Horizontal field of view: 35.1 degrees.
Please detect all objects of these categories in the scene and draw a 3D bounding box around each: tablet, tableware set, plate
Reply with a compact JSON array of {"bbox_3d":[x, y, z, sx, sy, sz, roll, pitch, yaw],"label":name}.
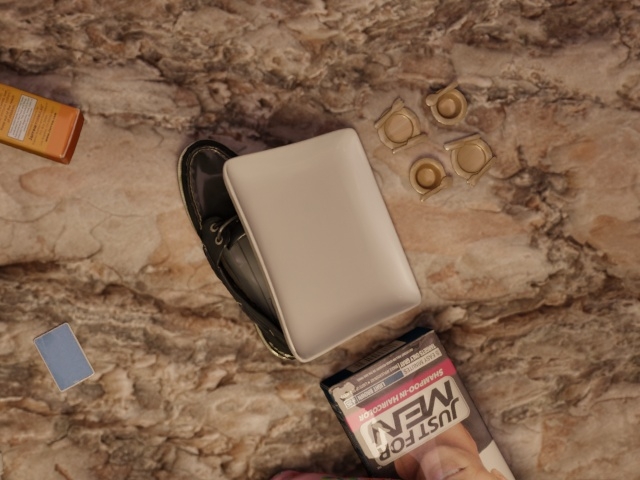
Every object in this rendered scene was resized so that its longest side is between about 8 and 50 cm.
[{"bbox_3d":[-0.355,0.162,1.402,0.054,0.006,0.083,-28,90,-8],"label":"tablet"},{"bbox_3d":[0.170,-0.144,1.483,0.141,0.020,0.169,-29,90,-8],"label":"tableware set"},{"bbox_3d":[0.000,0.000,1.379,0.278,0.045,0.277,-21,90,-47],"label":"plate"}]

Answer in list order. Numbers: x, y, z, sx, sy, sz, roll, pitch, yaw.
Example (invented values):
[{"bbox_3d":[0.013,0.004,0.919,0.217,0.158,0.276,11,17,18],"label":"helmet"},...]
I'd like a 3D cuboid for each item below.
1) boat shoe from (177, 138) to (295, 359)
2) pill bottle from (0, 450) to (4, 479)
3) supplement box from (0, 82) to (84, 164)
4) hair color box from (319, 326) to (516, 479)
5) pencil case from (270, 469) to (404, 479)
[{"bbox_3d":[-0.095,0.009,1.391,0.127,0.113,0.340,-22,90,-9],"label":"boat shoe"},{"bbox_3d":[-0.450,0.379,1.326,0.108,0.108,0.194,-5,87,-8],"label":"pill bottle"},{"bbox_3d":[-0.446,-0.177,1.374,0.233,0.078,0.080,17,85,-7],"label":"supplement box"},{"bbox_3d":[0.159,0.313,1.413,0.174,0.105,0.347,-29,91,-8],"label":"hair color box"},{"bbox_3d":[0.049,0.365,1.313,0.124,0.284,0.124,11,76,-48],"label":"pencil case"}]
